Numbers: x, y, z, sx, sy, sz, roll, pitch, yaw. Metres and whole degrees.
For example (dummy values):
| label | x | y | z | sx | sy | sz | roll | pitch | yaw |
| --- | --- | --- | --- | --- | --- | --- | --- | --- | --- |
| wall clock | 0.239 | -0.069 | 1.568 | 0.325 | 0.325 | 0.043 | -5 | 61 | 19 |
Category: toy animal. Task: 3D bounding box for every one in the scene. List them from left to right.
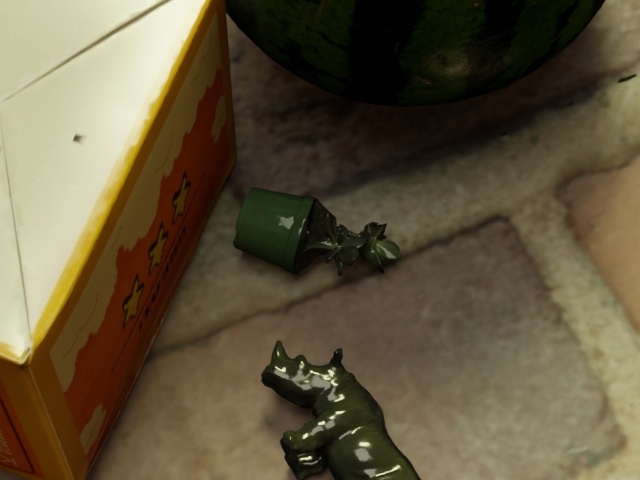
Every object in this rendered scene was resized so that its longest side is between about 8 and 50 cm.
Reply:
| label | x | y | z | sx | sy | sz | roll | pitch | yaw |
| --- | --- | --- | --- | --- | --- | --- | --- | --- | --- |
| toy animal | 0.008 | 0.114 | 0.879 | 0.065 | 0.047 | 0.136 | -27 | 63 | -11 |

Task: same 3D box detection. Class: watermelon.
| label | x | y | z | sx | sy | sz | roll | pitch | yaw |
| --- | --- | --- | --- | --- | --- | --- | --- | --- | --- |
| watermelon | 0.055 | -0.221 | 0.899 | 0.285 | 0.285 | 0.285 | -3 | 65 | 6 |

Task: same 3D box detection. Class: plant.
| label | x | y | z | sx | sy | sz | roll | pitch | yaw |
| --- | --- | --- | --- | --- | --- | --- | --- | --- | --- |
| plant | 0.000 | 0.000 | 0.931 | 0.102 | 0.051 | 0.051 | 15 | 68 | 7 |

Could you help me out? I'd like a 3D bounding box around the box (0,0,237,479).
| label | x | y | z | sx | sy | sz | roll | pitch | yaw |
| --- | --- | --- | --- | --- | --- | --- | --- | --- | --- |
| box | -0.225 | -0.038 | 0.870 | 0.283 | 0.214 | 0.259 | 19 | 61 | 8 |
